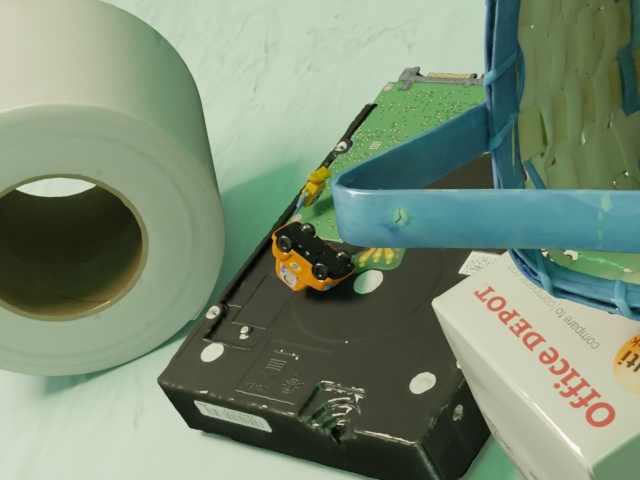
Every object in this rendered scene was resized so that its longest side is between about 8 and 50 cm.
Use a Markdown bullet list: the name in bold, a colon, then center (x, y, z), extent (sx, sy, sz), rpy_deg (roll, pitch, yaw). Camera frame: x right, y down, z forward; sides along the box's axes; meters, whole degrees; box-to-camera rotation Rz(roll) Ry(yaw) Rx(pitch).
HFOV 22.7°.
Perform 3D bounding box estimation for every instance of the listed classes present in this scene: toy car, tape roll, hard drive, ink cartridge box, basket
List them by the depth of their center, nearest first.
- **basket**: center (0.178, -0.050, 0.689), extent (0.254, 0.201, 0.289), rpy_deg (5, 18, 35)
- **ink cartridge box**: center (0.215, 0.066, 0.863), extent (0.232, 0.168, 0.171), rpy_deg (-33, 37, -6)
- **toy car**: center (0.000, 0.000, 1.113), extent (0.040, 0.060, 0.122), rpy_deg (-62, 0, 31)
- **hard drive**: center (0.070, 0.012, 1.117), extent (0.237, 0.064, 0.339), rpy_deg (8, 51, 40)
- **tape roll**: center (-0.201, -0.041, 1.213), extent (0.246, 0.246, 0.169), rpy_deg (-25, 35, 7)
